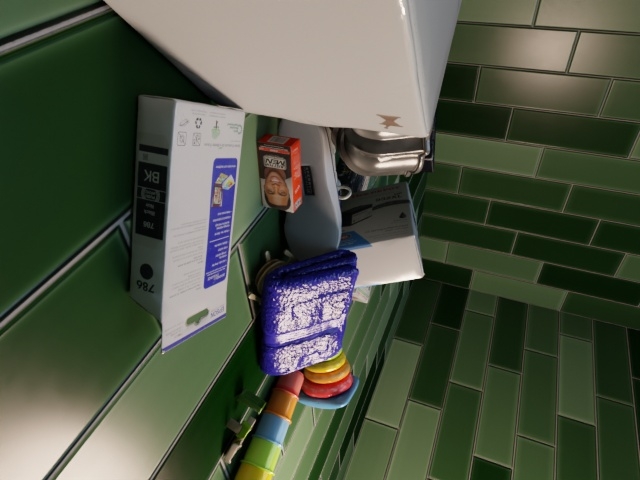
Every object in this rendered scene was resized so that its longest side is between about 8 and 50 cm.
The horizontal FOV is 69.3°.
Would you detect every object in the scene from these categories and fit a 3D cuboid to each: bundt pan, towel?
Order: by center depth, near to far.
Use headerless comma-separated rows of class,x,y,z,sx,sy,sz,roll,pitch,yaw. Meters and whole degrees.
bundt pan,0.077,-0.263,0.823,0.331,0.124,0.330,166,-90,-83
towel,-0.024,0.174,1.044,0.228,0.076,0.308,-17,133,-27

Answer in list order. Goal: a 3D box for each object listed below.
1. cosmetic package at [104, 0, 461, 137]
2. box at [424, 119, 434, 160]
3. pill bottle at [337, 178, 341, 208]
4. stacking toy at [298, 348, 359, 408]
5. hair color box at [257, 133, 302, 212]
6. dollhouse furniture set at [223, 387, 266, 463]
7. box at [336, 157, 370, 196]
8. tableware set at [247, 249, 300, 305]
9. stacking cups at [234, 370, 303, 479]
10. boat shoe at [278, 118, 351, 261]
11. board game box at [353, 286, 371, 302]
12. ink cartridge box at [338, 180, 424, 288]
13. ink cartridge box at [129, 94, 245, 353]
cosmetic package,0.002,-0.380,0.544,0.327,0.330,0.393,35,68,-71
box,0.290,-0.398,1.524,0.343,0.179,0.312,-5,98,-76
pill bottle,0.020,-0.123,1.193,0.120,0.067,0.067,84,26,-44
stacking toy,0.007,0.330,1.389,0.166,0.175,0.301,-39,124,-63
hair color box,-0.077,-0.129,0.894,0.043,0.072,0.141,-56,152,-48
dollhouse furniture set,-0.184,0.411,1.030,0.151,0.059,0.076,-61,173,14
box,0.113,-0.232,1.411,0.183,0.056,0.230,62,44,-65
tableware set,-0.092,0.092,1.040,0.128,0.039,0.194,-51,152,-5
stacking cups,-0.118,0.480,1.164,0.096,0.096,0.316,81,27,-49
boat shoe,-0.010,-0.123,1.036,0.156,0.136,0.366,-55,142,-55
board game box,0.142,0.052,1.632,0.224,0.098,0.303,46,57,-68
ink cartridge box,0.141,-0.021,1.226,0.307,0.223,0.128,-78,153,-59
ink cartridge box,-0.187,-0.025,0.656,0.165,0.065,0.332,-25,124,-68
